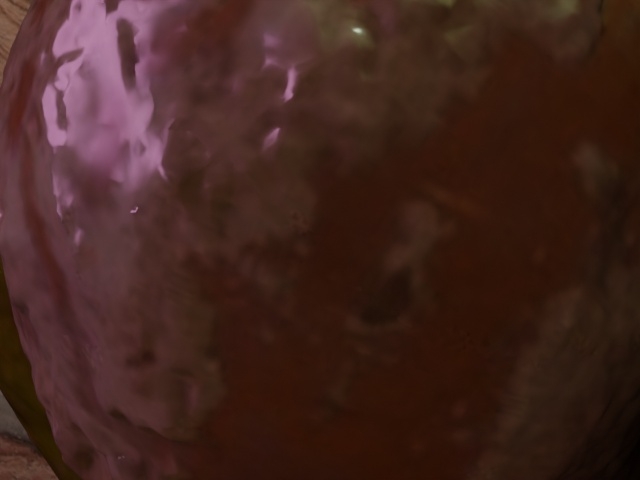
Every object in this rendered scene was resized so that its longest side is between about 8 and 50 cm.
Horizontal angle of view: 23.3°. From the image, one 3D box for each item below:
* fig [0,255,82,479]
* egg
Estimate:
[{"bbox_3d":[0.000,0.000,0.687,0.326,0.258,0.258,-47,-16,-53],"label":"fig"},{"bbox_3d":[0.015,-0.027,0.423,0.203,0.203,0.245,82,-159,-84],"label":"egg"}]
